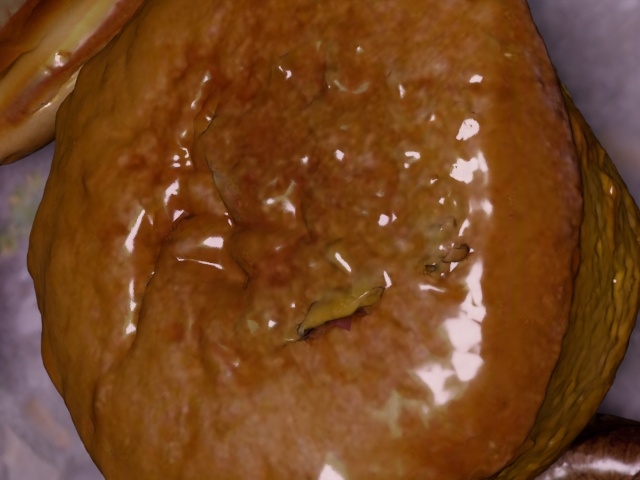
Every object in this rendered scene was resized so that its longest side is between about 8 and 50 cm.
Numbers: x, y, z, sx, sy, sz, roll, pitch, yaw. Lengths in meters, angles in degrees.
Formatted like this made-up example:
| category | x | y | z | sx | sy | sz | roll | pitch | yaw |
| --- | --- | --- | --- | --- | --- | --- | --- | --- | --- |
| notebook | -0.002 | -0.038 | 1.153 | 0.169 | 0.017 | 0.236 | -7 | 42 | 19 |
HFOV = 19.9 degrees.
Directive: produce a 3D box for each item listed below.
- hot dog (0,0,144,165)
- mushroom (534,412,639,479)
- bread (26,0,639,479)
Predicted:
| category | x | y | z | sx | sy | sz | roll | pitch | yaw |
| --- | --- | --- | --- | --- | --- | --- | --- | --- | --- |
| hot dog | -0.086 | -0.124 | 0.802 | 0.249 | 0.068 | 0.100 | -40 | 68 | 16 |
| mushroom | 0.127 | 0.134 | 0.719 | 0.170 | 0.080 | 0.135 | -9 | 84 | 33 |
| bread | 0.000 | 0.000 | 0.711 | 0.268 | 0.145 | 0.268 | -9 | 73 | 31 |
